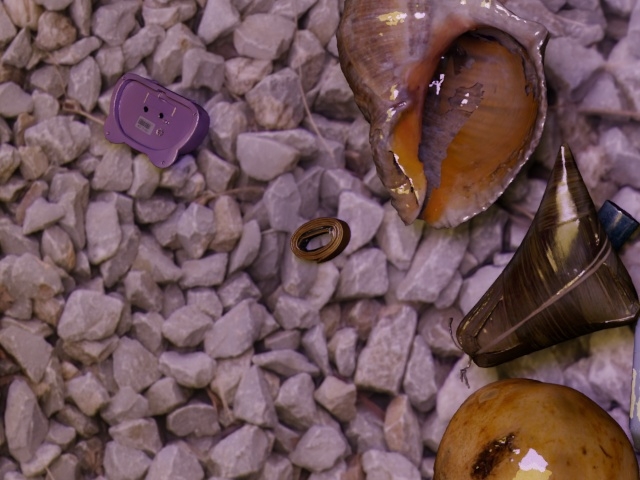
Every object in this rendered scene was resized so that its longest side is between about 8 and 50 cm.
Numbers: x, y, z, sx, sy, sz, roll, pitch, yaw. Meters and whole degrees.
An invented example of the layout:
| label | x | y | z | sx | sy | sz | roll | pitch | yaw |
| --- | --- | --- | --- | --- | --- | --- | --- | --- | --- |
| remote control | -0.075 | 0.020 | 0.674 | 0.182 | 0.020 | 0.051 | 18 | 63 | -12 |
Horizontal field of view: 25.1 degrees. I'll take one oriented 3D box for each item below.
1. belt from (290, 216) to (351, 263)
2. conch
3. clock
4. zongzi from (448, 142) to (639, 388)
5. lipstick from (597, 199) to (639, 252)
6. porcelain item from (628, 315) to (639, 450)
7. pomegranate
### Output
| label | x | y | z | sx | sy | sz | roll | pitch | yaw |
| --- | --- | --- | --- | --- | --- | --- | --- | --- | --- |
| belt | 0.000 | 0.000 | 2.008 | 0.083 | 0.036 | 0.059 | -21 | 79 | 21 |
| conch | 0.174 | -0.202 | 1.875 | 0.297 | 0.210 | 0.352 | 3 | 110 | 31 |
| clock | -0.242 | -0.173 | 2.116 | 0.152 | 0.050 | 0.110 | 28 | 96 | 23 |
| zongzi | 0.245 | 0.028 | 1.791 | 0.247 | 0.111 | 0.241 | -22 | 100 | 18 |
| lipstick | 0.320 | 0.053 | 1.865 | 0.053 | 0.053 | 0.234 | 42 | 104 | 20 |
| porcelain item | 0.573 | 0.176 | 1.675 | 0.405 | 0.178 | 0.243 | 3 | 86 | 18 |
| pomegranate | 0.264 | 0.298 | 1.762 | 0.260 | 0.260 | 0.261 | -2 | 84 | 22 |
